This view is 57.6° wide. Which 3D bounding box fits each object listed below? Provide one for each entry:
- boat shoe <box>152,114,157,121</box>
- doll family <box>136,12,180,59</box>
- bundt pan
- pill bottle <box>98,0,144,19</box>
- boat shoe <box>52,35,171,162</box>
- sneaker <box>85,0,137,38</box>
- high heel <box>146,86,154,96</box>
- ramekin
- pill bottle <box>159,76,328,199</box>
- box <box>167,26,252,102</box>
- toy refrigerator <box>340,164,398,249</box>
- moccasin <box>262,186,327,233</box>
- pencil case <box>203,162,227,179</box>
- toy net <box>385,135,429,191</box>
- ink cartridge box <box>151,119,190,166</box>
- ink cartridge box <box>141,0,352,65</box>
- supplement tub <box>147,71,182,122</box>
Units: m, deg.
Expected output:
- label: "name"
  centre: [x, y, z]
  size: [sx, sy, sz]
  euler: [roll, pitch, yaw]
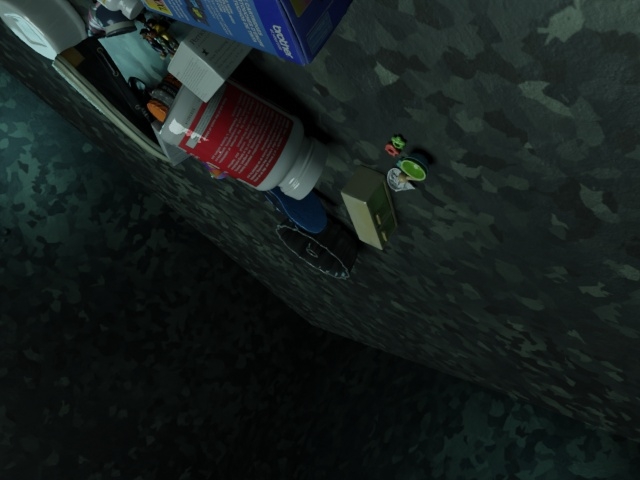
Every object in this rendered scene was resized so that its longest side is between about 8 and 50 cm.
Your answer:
- label: "boat shoe"
  centre: [-0.620, -0.413, 2.079]
  size: [0.355, 0.132, 0.130]
  euler: [39, 132, 31]
- label: "doll family"
  centre: [-0.444, -0.555, 1.573]
  size: [0.193, 0.076, 0.111]
  euler: [19, 162, 50]
- label: "bundt pan"
  centre: [0.000, 0.000, 2.168]
  size: [0.331, 0.124, 0.331]
  euler: [31, 164, 10]
- label: "pill bottle"
  centre: [-0.527, -0.640, 1.443]
  size: [0.184, 0.103, 0.103]
  euler: [38, 163, -11]
- label: "boat shoe"
  centre: [-0.579, -0.412, 1.778]
  size: [0.187, 0.156, 0.500]
  euler: [34, 170, 39]
- label: "sneaker"
  centre: [-0.601, -0.641, 1.636]
  size: [0.319, 0.112, 0.131]
  euler: [21, 130, 53]
- label: "high heel"
  centre: [-0.529, -0.471, 2.024]
  size: [0.244, 0.082, 0.117]
  euler: [16, -156, 4]
- label: "ramekin"
  centre: [-0.915, -0.725, 1.898]
  size: [0.277, 0.135, 0.277]
  euler: [32, 164, 10]
- label: "pill bottle"
  centre: [-0.193, -0.274, 1.537]
  size: [0.408, 0.228, 0.229]
  euler: [27, 167, -20]
- label: "box"
  centre: [-0.231, -0.433, 1.306]
  size: [0.119, 0.181, 0.182]
  euler: [40, 163, -17]
- label: "toy refrigerator"
  centre: [0.151, -0.088, 1.675]
  size: [0.094, 0.102, 0.269]
  euler: [26, 161, 27]
- label: "moccasin"
  centre: [-0.105, -0.157, 1.978]
  size: [0.342, 0.138, 0.117]
  euler: [48, 169, 6]
- label: "pencil case"
  centre: [-0.400, -0.318, 2.104]
  size: [0.104, 0.104, 0.236]
  euler: [26, 160, 27]
- label: "toy net"
  centre: [0.197, -0.173, 1.447]
  size: [0.122, 0.045, 0.232]
  euler: [33, 164, 4]
- label: "ink cartridge box"
  centre: [-0.397, -0.349, 1.794]
  size: [0.045, 0.223, 0.224]
  euler: [49, 165, 14]
- label: "ink cartridge box"
  centre: [-0.072, -0.433, 0.847]
  size: [0.396, 0.270, 0.151]
  euler: [27, 167, 23]
- label: "supplement tub"
  centre: [-0.392, -0.420, 1.638]
  size: [0.117, 0.190, 0.117]
  euler: [31, 163, 11]
